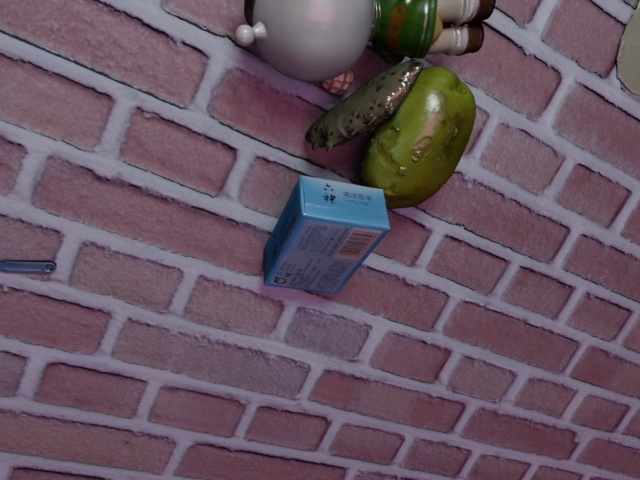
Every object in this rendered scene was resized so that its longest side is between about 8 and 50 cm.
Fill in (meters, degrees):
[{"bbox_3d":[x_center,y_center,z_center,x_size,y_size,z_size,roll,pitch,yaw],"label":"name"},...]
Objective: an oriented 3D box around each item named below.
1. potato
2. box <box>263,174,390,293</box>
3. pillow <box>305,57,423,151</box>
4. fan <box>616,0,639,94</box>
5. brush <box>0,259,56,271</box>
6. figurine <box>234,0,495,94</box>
[{"bbox_3d":[0.159,-0.158,0.834,0.149,0.186,0.253,26,136,10],"label":"potato"},{"bbox_3d":[0.000,0.000,0.848,0.143,0.083,0.232,7,147,-18],"label":"box"},{"bbox_3d":[0.058,-0.194,0.781,0.241,0.093,0.051,-24,135,39],"label":"pillow"},{"bbox_3d":[0.614,-0.429,0.955,0.182,0.010,0.310,-37,118,0],"label":"fan"},{"bbox_3d":[-0.520,0.040,0.821,0.164,0.014,0.051,1,111,-17],"label":"brush"},{"bbox_3d":[0.061,-0.323,0.732,0.371,0.167,0.281,-3,141,-10],"label":"figurine"}]
